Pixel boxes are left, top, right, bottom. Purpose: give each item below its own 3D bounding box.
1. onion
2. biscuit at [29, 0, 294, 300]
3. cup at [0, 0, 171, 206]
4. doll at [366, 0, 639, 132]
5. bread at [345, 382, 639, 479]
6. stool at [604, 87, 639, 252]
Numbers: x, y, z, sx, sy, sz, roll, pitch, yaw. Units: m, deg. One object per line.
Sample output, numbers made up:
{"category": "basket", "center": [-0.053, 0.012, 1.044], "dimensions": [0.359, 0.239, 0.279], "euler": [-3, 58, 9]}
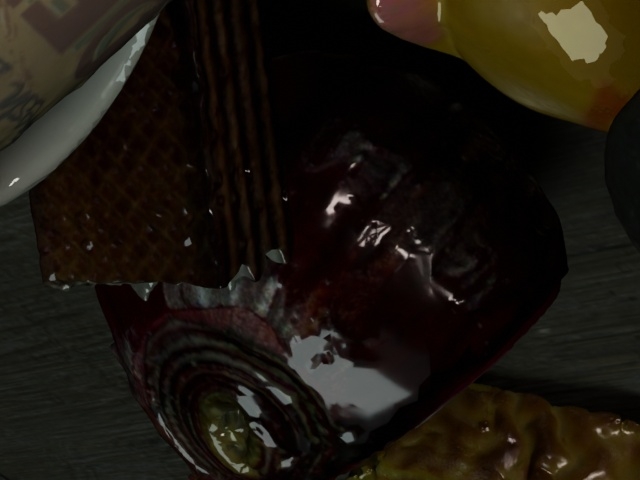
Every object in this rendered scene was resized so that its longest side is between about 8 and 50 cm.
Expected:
{"category": "onion", "center": [0.002, -0.003, 1.024], "dimensions": [0.206, 0.216, 0.207], "euler": [47, 141, -5]}
{"category": "biscuit", "center": [-0.083, -0.091, 0.903], "dimensions": [0.106, 0.252, 0.070], "euler": [-2, -170, 31]}
{"category": "cup", "center": [-0.119, -0.134, 0.750], "dimensions": [0.227, 0.257, 0.301], "euler": [47, 160, 31]}
{"category": "doll", "center": [0.171, -0.113, 0.782], "dimensions": [0.269, 0.167, 0.162], "euler": [-1, 135, 29]}
{"category": "bread", "center": [0.140, 0.178, 1.337], "dimensions": [0.222, 0.096, 0.181], "euler": [7, 150, 30]}
{"category": "stool", "center": [0.136, -0.185, 0.501], "dimensions": [0.310, 0.226, 0.310], "euler": [52, 147, 14]}
